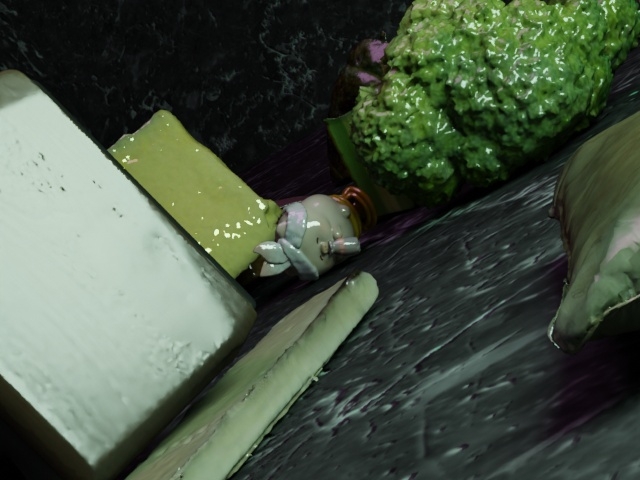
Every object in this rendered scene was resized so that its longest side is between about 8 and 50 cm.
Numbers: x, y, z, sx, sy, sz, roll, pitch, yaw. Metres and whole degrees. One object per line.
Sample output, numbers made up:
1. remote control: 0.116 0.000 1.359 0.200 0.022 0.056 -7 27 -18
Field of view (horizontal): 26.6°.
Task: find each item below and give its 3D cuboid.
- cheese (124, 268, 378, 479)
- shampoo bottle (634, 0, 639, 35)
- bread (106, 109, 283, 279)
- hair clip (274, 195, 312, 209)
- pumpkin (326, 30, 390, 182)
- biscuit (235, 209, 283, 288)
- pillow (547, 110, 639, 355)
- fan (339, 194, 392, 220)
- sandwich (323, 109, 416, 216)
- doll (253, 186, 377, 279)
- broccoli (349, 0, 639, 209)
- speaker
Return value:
1. cheese: -0.058 0.113 0.834 0.085 0.034 0.400 -32 5 28
2. shampoo bottle: 0.405 -0.283 1.571 0.207 0.057 0.063 -22 4 42
3. bread: -0.172 0.039 1.396 0.263 0.198 0.236 -41 -16 -12
4. hair clip: -0.063 -0.024 1.521 0.137 0.022 0.054 -27 12 -5
5. pumpkin: 0.049 -0.179 1.887 0.111 0.163 0.278 -33 6 -25
6. biscuit: -0.118 0.038 1.544 0.278 0.043 0.301 -29 9 -11
7. pillow: 0.188 -0.033 0.645 0.185 0.075 0.302 -31 6 14
8. fan: 0.050 -0.050 1.492 0.152 0.008 0.226 -36 18 -32
9. sandwich: 0.069 -0.094 1.363 0.074 0.116 0.074 -13 20 46
10. doll: 0.000 0.000 1.248 0.127 0.073 0.084 -33 39 -32
11. broccoli: 0.162 -0.167 1.245 0.254 0.186 0.302 -35 9 30
12. speaker: -0.186 0.044 0.856 0.192 0.231 0.153 -45 0 -34
